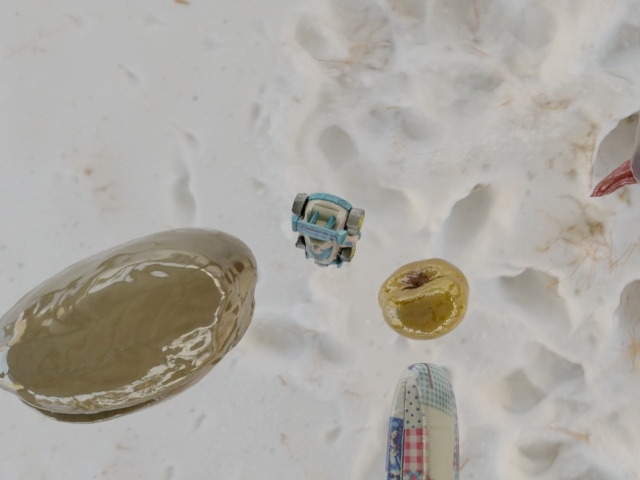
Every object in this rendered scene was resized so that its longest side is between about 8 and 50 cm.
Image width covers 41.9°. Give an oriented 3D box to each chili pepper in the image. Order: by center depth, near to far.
[{"bbox_3d":[0.570,-0.127,1.501,0.191,0.059,0.050,-34,80,20],"label":"chili pepper"}]

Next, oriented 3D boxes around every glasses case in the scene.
[{"bbox_3d":[0.134,0.326,1.098,0.076,0.125,0.328,-5,75,31],"label":"glasses case"}]

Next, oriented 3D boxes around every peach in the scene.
[{"bbox_3d":[0.192,0.108,1.547,0.179,0.179,0.103,-7,124,23],"label":"peach"}]

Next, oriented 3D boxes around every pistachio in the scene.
[{"bbox_3d":[-0.151,0.066,0.646,0.225,0.136,0.136,-24,90,6],"label":"pistachio"}]

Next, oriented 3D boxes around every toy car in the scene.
[{"bbox_3d":[0.000,0.000,1.461,0.126,0.098,0.162,18,133,11],"label":"toy car"}]

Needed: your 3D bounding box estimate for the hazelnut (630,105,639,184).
[{"bbox_3d":[0.362,-0.098,0.661,0.180,0.181,0.212,26,85,-4],"label":"hazelnut"}]
